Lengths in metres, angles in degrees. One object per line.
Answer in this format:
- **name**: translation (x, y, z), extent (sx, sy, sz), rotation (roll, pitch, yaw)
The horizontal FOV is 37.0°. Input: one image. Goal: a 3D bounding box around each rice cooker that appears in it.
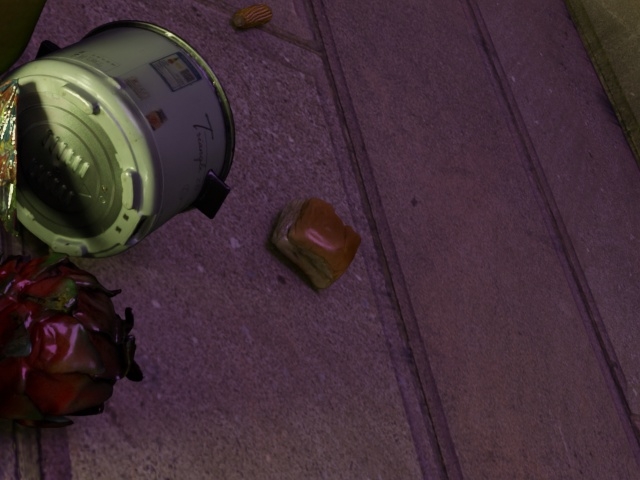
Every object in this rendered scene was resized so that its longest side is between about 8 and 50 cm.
- **rice cooker**: translation (-0.232, -0.116, 1.084), extent (0.280, 0.241, 0.227), rotation (37, 35, 5)

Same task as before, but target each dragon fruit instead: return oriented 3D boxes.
- **dragon fruit**: translation (-0.274, 0.094, 0.924), extent (0.188, 0.182, 0.182), rotation (12, 39, 7)

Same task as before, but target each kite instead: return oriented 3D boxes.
- **kite**: translation (-0.351, -0.091, 0.984), extent (0.009, 0.189, 0.232), rotation (9, 30, -49)

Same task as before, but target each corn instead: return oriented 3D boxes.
- **corn**: translation (-0.116, -0.381, 1.625), extent (0.037, 0.037, 0.092), rotation (54, 34, -1)

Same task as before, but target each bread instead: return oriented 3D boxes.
- **bread**: translation (-0.002, 0.000, 1.401), extent (0.125, 0.082, 0.106), rotation (45, 29, -19)

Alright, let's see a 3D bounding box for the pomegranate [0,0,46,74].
- **pomegranate**: translation (-0.420, -0.272, 1.007), extent (0.309, 0.216, 0.358), rotation (32, 19, 14)
